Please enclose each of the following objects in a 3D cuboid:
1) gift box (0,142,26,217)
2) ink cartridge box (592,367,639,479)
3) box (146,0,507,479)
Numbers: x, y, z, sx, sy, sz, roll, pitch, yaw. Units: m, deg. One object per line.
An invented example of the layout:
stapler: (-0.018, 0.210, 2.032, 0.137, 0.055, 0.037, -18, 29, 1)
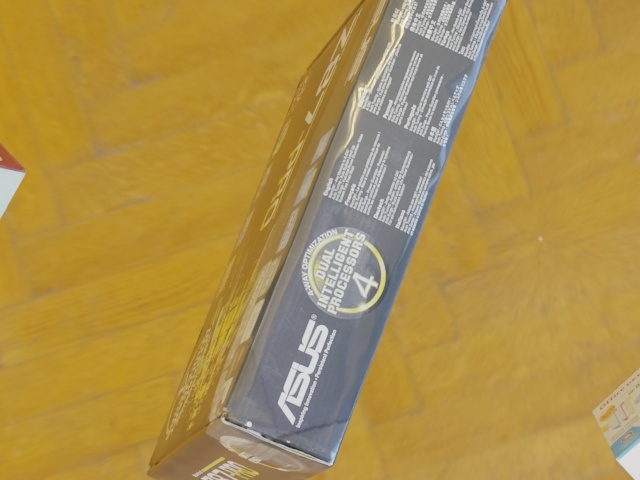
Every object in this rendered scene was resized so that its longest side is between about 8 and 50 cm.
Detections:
gift box: (-0.473, -0.027, 1.691, 0.276, 0.255, 0.258, 46, 111, 40)
ink cartridge box: (0.341, 0.191, 1.747, 0.092, 0.143, 0.090, -43, 104, 9)
box: (0.000, 0.000, 1.342, 0.097, 0.318, 0.394, 25, 72, -10)
